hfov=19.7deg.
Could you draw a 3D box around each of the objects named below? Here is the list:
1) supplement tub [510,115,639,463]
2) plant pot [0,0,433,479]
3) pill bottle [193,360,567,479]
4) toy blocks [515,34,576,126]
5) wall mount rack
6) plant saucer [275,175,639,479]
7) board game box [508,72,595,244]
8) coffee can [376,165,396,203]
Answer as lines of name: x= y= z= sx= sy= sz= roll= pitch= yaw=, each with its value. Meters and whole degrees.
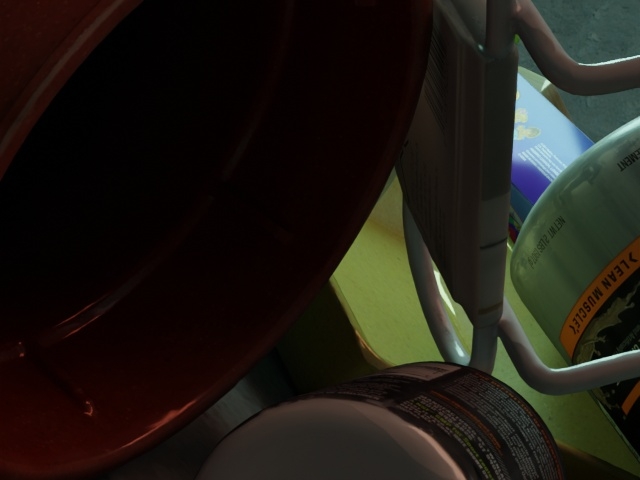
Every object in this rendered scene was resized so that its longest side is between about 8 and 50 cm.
supplement tub: x=0.291 y=0.087 z=1.190 sx=0.338 sy=0.207 sz=0.207 roll=55 pitch=17 yaw=26
plant pot: x=-0.140 y=-0.084 z=0.776 sx=0.265 sy=0.272 sz=0.272 roll=37 pitch=9 yaw=25
pill bottle: x=0.038 y=0.121 z=0.820 sx=0.130 sy=0.130 sz=0.246 roll=42 pitch=12 yaw=12
toy blocks: x=0.155 y=-0.089 z=1.872 sx=0.381 sy=0.191 sz=0.261 roll=33 pitch=-16 yaw=47
wall mount rack: x=0.094 y=-0.106 z=0.888 sx=0.350 sy=0.130 sz=0.304 roll=87 pitch=-15 yaw=-49
plant saucer: x=0.046 y=0.029 z=1.224 sx=0.333 sy=0.081 sz=0.333 roll=27 pitch=27 yaw=-45
board game box: x=0.135 y=-0.036 z=1.526 sx=0.347 sy=0.078 sz=0.233 roll=50 pitch=-23 yaw=39
coffee can: x=-0.103 y=-0.119 z=1.022 sx=0.275 sy=0.201 sz=0.201 roll=38 pitch=10 yaw=29
